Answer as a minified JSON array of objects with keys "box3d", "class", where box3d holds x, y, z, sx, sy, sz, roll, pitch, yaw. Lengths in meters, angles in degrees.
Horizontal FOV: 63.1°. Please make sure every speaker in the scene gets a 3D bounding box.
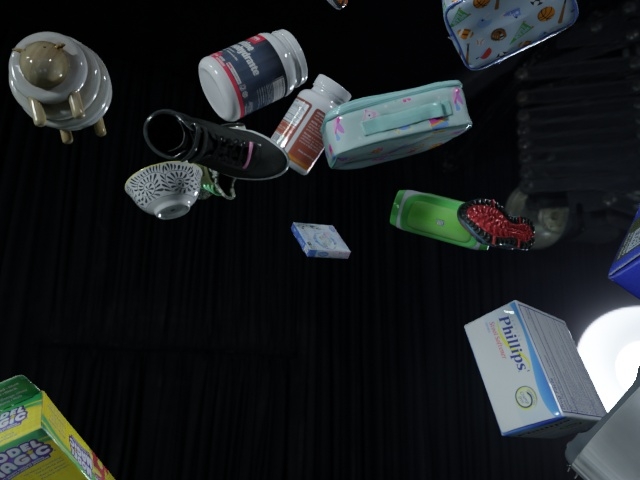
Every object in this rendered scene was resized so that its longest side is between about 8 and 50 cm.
[{"box3d":[0.366,-0.063,1.563,0.296,0.131,0.131,16,-11,16],"class":"speaker"}]

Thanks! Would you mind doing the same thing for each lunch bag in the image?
[{"box3d":[0.455,-0.565,1.278,0.303,0.115,0.243,-19,-41,27],"class":"lunch bag"},{"box3d":[0.143,-0.224,1.010,0.279,0.108,0.224,-15,-2,-2],"class":"lunch bag"}]

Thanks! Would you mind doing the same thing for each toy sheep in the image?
[{"box3d":[-0.235,-0.141,0.480,0.091,0.091,0.132,4,-5,-9],"class":"toy sheep"}]

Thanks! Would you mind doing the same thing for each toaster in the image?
[{"box3d":[0.363,0.217,0.523,0.129,0.227,0.146,9,29,-39],"class":"toaster"}]

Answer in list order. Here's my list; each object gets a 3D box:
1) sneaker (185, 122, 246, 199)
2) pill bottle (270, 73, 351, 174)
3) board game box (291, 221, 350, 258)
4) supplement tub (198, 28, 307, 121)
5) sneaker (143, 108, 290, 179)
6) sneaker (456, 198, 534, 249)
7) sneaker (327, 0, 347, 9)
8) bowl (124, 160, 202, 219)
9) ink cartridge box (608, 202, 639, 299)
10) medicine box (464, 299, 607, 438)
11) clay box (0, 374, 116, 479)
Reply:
[{"box3d":[-0.333,-0.198,1.645,0.158,0.182,0.410,-7,-18,-29],"class":"sneaker"},{"box3d":[-0.025,-0.272,1.222,0.121,0.216,0.121,34,7,-5],"class":"pill bottle"},{"box3d":[0.000,0.000,1.000,0.090,0.090,0.020,3,-56,-29],"class":"board game box"},{"box3d":[-0.195,-0.481,1.511,0.272,0.191,0.191,-32,-4,-19],"class":"supplement tub"},{"box3d":[-0.204,-0.175,1.001,0.296,0.104,0.147,16,13,-8],"class":"sneaker"},{"box3d":[0.403,-0.024,1.267,0.262,0.104,0.125,19,-16,-35],"class":"sneaker"},{"box3d":[0.043,-0.854,1.506,0.180,0.321,0.124,-19,21,24],"class":"sneaker"},{"box3d":[-0.333,-0.097,1.146,0.170,0.080,0.170,-19,-15,-5],"class":"bowl"},{"box3d":[0.447,-0.002,0.445,0.395,0.270,0.151,37,-28,12],"class":"ink cartridge box"},{"box3d":[0.509,0.312,1.228,0.289,0.263,0.149,21,-45,-40],"class":"medicine box"},{"box3d":[-0.294,0.238,0.507,0.127,0.053,0.222,-23,-52,-12],"class":"clay box"}]
